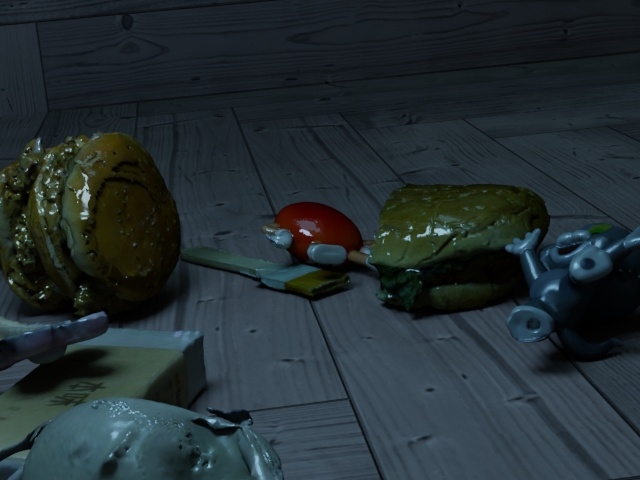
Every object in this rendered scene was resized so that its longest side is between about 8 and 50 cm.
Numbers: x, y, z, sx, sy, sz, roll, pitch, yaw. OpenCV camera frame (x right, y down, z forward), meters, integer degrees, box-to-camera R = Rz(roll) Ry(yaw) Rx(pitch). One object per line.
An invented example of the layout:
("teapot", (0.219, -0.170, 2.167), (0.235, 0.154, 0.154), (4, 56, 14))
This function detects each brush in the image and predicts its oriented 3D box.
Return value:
("brush", (-0.095, 0.040, 1.725), (0.085, 0.020, 0.336), (-18, 20, -38))

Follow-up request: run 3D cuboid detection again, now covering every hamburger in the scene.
("hamburger", (-0.306, -0.010, 1.616), (0.211, 0.261, 0.245), (-13, -35, 33))
("hamburger", (0.193, -0.002, 1.589), (0.211, 0.132, 0.309), (-1, 14, 22))

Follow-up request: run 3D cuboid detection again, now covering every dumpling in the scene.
("dumpling", (-0.140, 0.223, 0.894), (0.293, 0.205, 0.163), (-13, -22, 31))

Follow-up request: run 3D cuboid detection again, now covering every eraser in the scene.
("eraser", (-0.232, 0.174, 1.184), (0.144, 0.078, 0.343), (1, 16, 15))

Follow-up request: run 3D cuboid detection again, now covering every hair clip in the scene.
("hair clip", (-0.315, 0.102, 1.243), (0.146, 0.075, 0.257), (-11, 5, -42))

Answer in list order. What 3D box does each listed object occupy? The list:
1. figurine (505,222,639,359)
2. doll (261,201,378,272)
("figurine", (0.309, 0.051, 1.363), (0.193, 0.140, 0.265), (-22, 18, 33))
("doll", (0.000, 0.000, 1.703), (0.183, 0.085, 0.217), (9, 16, -33))
